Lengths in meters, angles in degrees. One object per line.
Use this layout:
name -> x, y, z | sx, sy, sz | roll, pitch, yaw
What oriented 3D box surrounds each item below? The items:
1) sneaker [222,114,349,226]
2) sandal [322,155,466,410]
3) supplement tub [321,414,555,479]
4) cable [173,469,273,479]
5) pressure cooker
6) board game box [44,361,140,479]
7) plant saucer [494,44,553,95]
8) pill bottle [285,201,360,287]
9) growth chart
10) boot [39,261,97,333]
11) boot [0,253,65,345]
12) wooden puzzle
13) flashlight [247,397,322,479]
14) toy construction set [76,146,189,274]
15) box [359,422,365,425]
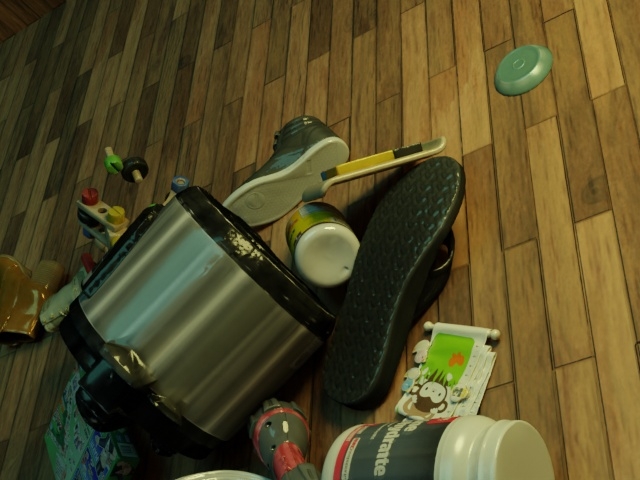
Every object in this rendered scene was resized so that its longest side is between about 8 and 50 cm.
sneaker -> -0.086, -0.143, 2.132 | 0.296, 0.104, 0.147 | -34, 37, 7
sandal -> 0.133, 0.071, 1.749 | 0.168, 0.107, 0.445 | 18, 83, 48
supplement tub -> 0.155, 0.334, 1.402 | 0.272, 0.191, 0.191 | -13, 49, 36
cable -> -0.150, 0.441, 1.573 | 0.257, 0.089, 0.257 | 0, 21, -3
pressure cooker -> -0.231, 0.163, 1.773 | 0.420, 0.370, 0.375 | -47, 38, 1
board game box -> -0.437, 0.390, 1.968 | 0.213, 0.046, 0.317 | -63, 34, 19
plant saucer -> 0.367, -0.318, 1.917 | 0.119, 0.021, 0.119 | -25, 43, 26
pill bottle -> 0.000, 0.000, 1.877 | 0.117, 0.117, 0.215 | -43, 17, 5
growth chart -> 0.189, 0.227, 1.607 | 0.172, 0.021, 0.237 | -7, 52, 41
boot -> -0.544, 0.160, 2.315 | 0.165, 0.077, 0.213 | -38, 38, 14
boot -> -0.747, 0.146, 2.495 | 0.295, 0.104, 0.211 | -1, 56, 38
wooden puzzle -> 0.087, -0.131, 1.848 | 0.239, 0.044, 0.221 | -21, 3, -9
flashlight -> -0.043, 0.334, 1.588 | 0.103, 0.103, 0.304 | -43, 15, -2
toy construction set -> -0.385, 0.012, 2.206 | 0.309, 0.257, 0.237 | -53, 47, 25
box -> 0.066, 0.333, 1.629 | 0.067, 0.018, 0.083 | 22, 74, 51
